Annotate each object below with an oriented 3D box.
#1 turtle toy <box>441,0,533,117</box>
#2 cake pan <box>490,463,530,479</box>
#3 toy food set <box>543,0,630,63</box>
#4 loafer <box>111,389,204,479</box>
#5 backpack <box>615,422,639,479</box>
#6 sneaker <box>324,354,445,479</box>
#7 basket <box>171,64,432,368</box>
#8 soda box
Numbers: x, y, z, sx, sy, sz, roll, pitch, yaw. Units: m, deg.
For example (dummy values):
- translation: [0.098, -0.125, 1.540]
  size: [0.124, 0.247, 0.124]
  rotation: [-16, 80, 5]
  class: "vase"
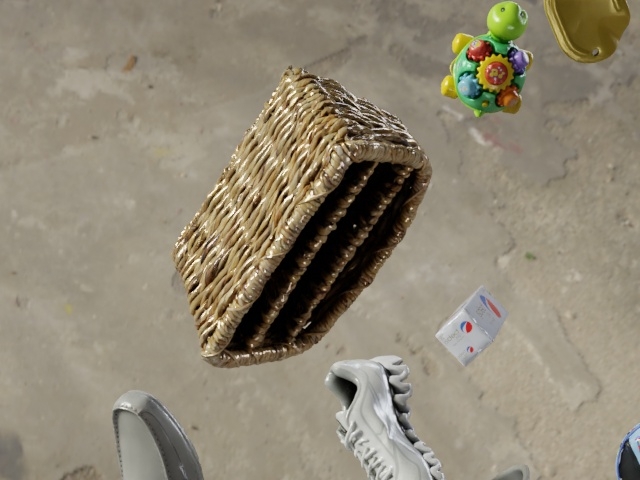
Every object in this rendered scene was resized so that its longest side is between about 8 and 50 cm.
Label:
- translation: [0.193, -0.200, 1.109]
  size: [0.095, 0.130, 0.066]
  rotation: [13, 8, -5]
  class: "turtle toy"
- translation: [0.192, 0.420, 1.304]
  size: [0.054, 0.293, 0.293]
  rotation: [40, 51, 5]
  class: "cake pan"
- translation: [0.426, -0.403, 1.656]
  size: [0.128, 0.218, 0.071]
  rotation: [-26, 25, 5]
  class: "toy food set"
- translation: [-0.211, 0.352, 1.312]
  size: [0.111, 0.112, 0.320]
  rotation: [-31, 108, -47]
  class: "loafer"
- translation: [0.331, 0.191, 0.808]
  size: [0.173, 0.158, 0.117]
  rotation: [52, 28, -1]
  class: "backpack"
- translation: [0.083, 0.285, 1.373]
  size: [0.118, 0.110, 0.292]
  rotation: [11, 41, -30]
  class: "sneaker"
- translation: [0.000, 0.000, 1.120]
  size: [0.213, 0.299, 0.223]
  rotation: [24, 20, -30]
  class: "basket"
- translation: [0.262, 0.142, 1.707]
  size: [0.074, 0.069, 0.216]
  rotation: [46, 19, 6]
  class: "soda box"
